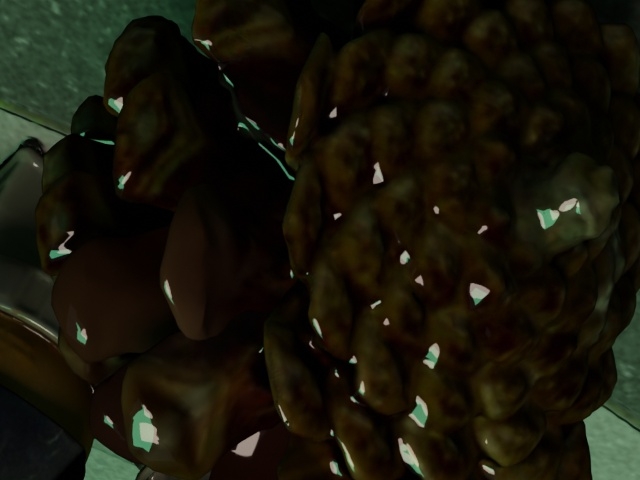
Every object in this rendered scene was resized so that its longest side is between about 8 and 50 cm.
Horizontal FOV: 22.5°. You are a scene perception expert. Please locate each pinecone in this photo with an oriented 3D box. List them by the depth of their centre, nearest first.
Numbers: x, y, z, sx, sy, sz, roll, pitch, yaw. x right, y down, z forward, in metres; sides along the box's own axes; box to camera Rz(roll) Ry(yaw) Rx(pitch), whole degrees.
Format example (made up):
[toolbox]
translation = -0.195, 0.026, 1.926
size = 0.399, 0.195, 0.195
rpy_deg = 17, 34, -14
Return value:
[pinecone]
translation = 0.006, 0.000, 0.644
size = 0.264, 0.264, 0.264
rpy_deg = 17, 143, 13

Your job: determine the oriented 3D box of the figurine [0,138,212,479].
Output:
[figurine]
translation = -0.176, 0.084, 0.826
size = 0.308, 0.308, 0.143
rpy_deg = 1, 132, 31
